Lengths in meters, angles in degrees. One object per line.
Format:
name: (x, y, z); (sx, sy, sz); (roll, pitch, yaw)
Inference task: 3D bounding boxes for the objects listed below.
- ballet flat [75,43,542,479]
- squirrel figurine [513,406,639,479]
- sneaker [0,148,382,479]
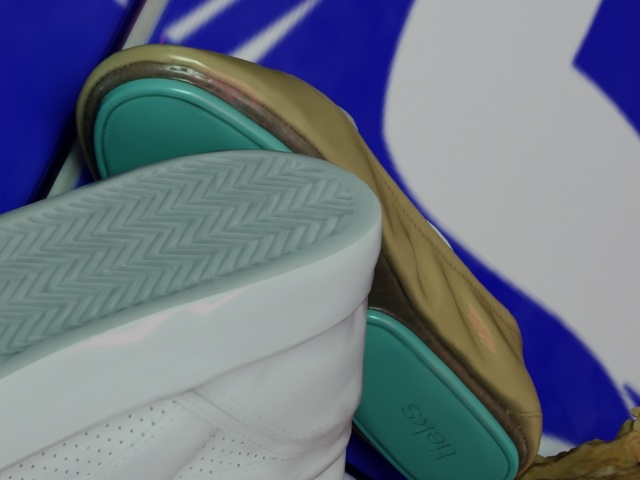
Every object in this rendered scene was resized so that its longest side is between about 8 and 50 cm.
ballet flat: (0.000, 0.000, 0.627); (0.232, 0.080, 0.073); (51, 34, -40)
squirrel figurine: (0.146, 0.241, 0.586); (0.397, 0.370, 0.281); (-54, 129, -24)
sneaker: (-0.111, 0.093, 0.494); (0.292, 0.108, 0.169); (-16, 124, -27)
